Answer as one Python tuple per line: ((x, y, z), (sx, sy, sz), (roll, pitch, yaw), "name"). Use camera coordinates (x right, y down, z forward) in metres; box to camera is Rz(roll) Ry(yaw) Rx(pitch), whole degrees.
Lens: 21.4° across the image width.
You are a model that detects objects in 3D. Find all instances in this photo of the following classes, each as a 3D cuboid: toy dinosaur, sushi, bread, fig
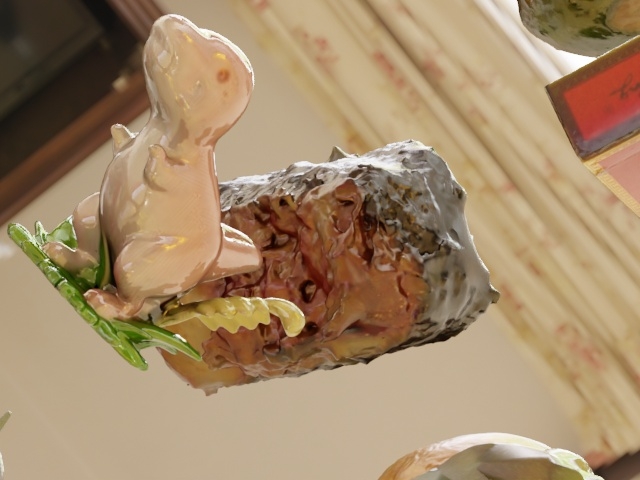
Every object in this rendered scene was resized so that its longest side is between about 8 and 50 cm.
((-0.095, -0.029, 1.039), (0.177, 0.194, 0.152), (-43, -148, -5), "toy dinosaur")
((-0.029, 0.020, 1.412), (0.343, 0.196, 0.182), (-15, 170, 42), "sushi")
((0.139, 0.240, 1.459), (0.233, 0.088, 0.161), (-18, -148, -12), "bread")
((0.307, -0.269, 1.671), (0.245, 0.195, 0.195), (-1, 175, -20), "fig")

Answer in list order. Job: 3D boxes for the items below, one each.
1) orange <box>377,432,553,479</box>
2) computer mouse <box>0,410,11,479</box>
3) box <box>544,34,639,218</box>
((0.179, 0.364, 1.871), (0.312, 0.312, 0.312), (-38, -172, 6), "orange")
((-0.446, 0.320, 1.772), (0.199, 0.115, 0.389), (13, -121, 39), "computer mouse")
((0.272, -0.086, 1.229), (0.153, 0.074, 0.240), (-24, 159, 18), "box")
